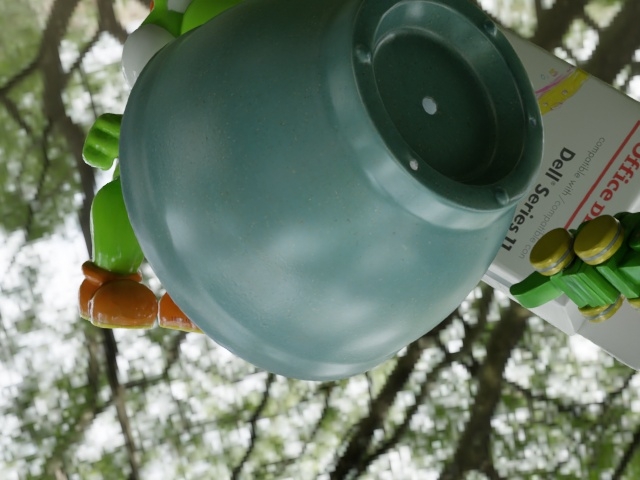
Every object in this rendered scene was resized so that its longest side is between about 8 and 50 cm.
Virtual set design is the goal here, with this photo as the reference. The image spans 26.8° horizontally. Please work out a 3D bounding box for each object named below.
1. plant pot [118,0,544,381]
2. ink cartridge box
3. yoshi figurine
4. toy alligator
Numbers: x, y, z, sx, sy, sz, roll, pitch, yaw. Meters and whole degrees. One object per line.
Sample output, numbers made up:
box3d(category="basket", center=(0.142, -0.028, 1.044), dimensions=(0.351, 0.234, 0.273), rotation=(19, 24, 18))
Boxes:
box3d(category="plant pot", center=(0.032, -0.066, 0.955), dimensions=(0.293, 0.293, 0.196), rotation=(-31, -178, -43))
box3d(category="ink cartridge box", center=(0.204, -0.056, 1.264), dimensions=(0.353, 0.119, 0.207), rotation=(33, -97, 22))
box3d(category="yoshi figurine", center=(-0.113, -0.093, 1.245), dimensions=(0.203, 0.362, 0.203), rotation=(7, 179, 8))
box3d(category="toy alligator", center=(0.177, 0.004, 0.739), dimensions=(0.189, 0.056, 0.051), rotation=(-19, -145, 55))
